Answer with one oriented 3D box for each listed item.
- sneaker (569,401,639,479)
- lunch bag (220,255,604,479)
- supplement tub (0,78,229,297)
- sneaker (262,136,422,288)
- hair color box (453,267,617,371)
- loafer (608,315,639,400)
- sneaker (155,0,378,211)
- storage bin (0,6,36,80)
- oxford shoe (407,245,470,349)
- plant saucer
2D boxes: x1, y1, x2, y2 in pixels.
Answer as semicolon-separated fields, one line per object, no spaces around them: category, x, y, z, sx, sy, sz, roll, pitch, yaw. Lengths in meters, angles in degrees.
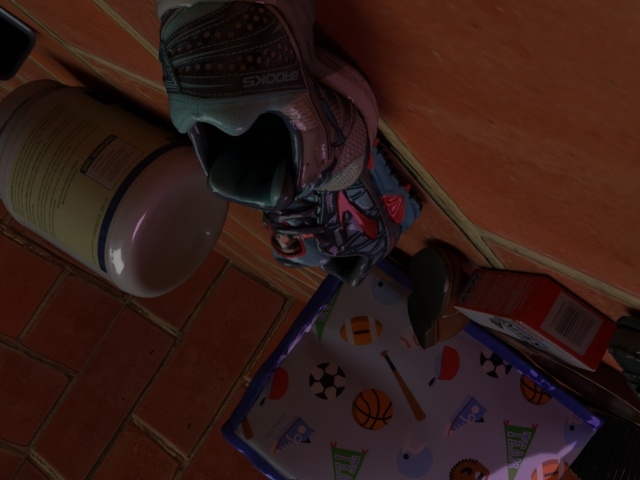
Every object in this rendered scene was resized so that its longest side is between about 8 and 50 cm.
sneaker;0.417;0.308;1.593;0.330;0.122;0.146;26;-171;38
lunch bag;0.108;0.228;1.366;0.385;0.328;0.239;35;-179;-13
supplement tub;-0.322;-0.086;1.519;0.325;0.235;0.235;30;173;24
sneaker;0.000;-0.034;0.873;0.104;0.125;0.262;27;172;37
hair color box;0.210;0.076;1.022;0.093;0.053;0.167;33;175;-12
loafer;0.343;0.164;0.902;0.267;0.084;0.096;35;173;-24
sneaker;-0.036;-0.070;0.648;0.110;0.122;0.283;-1;163;17
storage bin;-0.464;-0.282;1.415;0.135;0.098;0.091;34;-176;-13
oxford shoe;0.145;0.056;1.166;0.212;0.076;0.076;86;165;-66
plant saucer;0.334;0.171;1.249;0.168;0.029;0.168;31;173;5
